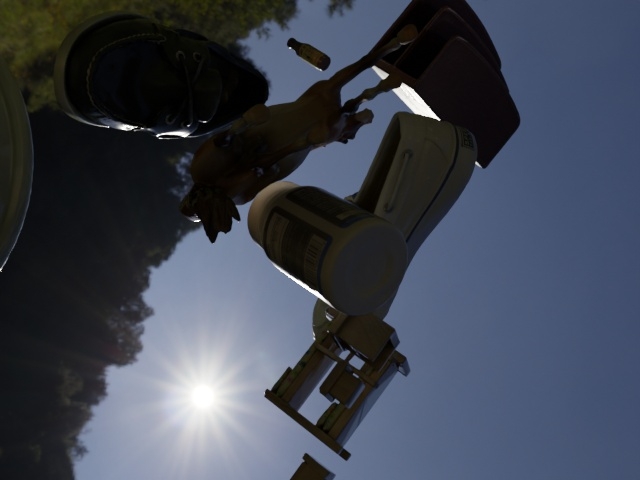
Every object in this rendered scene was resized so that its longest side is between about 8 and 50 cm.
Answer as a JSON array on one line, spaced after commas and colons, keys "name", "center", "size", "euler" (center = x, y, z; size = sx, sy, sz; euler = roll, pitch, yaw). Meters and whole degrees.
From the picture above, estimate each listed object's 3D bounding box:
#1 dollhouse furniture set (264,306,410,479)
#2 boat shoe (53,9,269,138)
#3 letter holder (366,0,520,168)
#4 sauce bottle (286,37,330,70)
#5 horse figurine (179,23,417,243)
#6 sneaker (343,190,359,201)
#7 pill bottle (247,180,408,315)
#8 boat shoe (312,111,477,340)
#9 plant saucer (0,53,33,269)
[{"name": "dollhouse furniture set", "center": [-0.017, 0.145, 0.639], "size": [0.101, 0.161, 0.182], "euler": [33, -104, 23]}, {"name": "boat shoe", "center": [-0.155, -0.175, 0.797], "size": [0.113, 0.340, 0.127], "euler": [17, -81, 15]}, {"name": "letter holder", "center": [0.269, -0.316, 1.324], "size": [0.214, 0.302, 0.152], "euler": [-50, -133, 6]}, {"name": "sauce bottle", "center": [-0.032, -0.461, 1.727], "size": [0.128, 0.042, 0.042], "euler": [36, -74, 27]}, {"name": "horse figurine", "center": [-0.026, -0.081, 0.558], "size": [0.066, 0.263, 0.174], "euler": [55, -36, -6]}, {"name": "sneaker", "center": [0.109, -0.030, 1.294], "size": [0.085, 0.152, 0.058], "euler": [-23, -157, 5]}, {"name": "pill bottle", "center": [0.000, 0.000, 0.571], "size": [0.137, 0.078, 0.078], "euler": [32, -78, 51]}, {"name": "boat shoe", "center": [0.042, -0.007, 0.906], "size": [0.367, 0.156, 0.136], "euler": [-59, -154, 32]}, {"name": "plant saucer", "center": [-0.502, -0.081, 0.707], "size": [0.100, 0.401, 0.400], "euler": [32, 73, -83]}]
